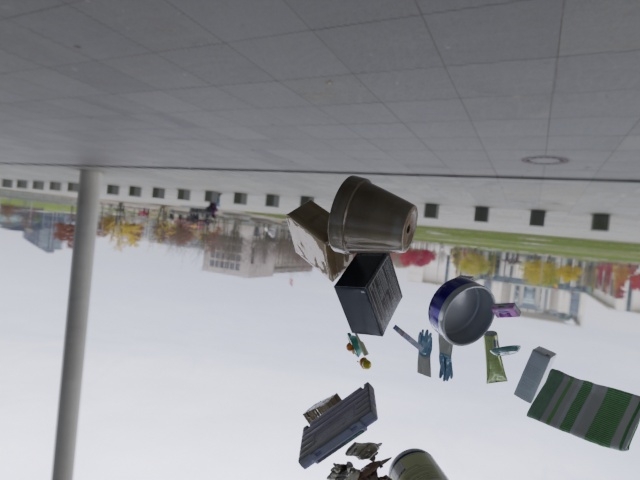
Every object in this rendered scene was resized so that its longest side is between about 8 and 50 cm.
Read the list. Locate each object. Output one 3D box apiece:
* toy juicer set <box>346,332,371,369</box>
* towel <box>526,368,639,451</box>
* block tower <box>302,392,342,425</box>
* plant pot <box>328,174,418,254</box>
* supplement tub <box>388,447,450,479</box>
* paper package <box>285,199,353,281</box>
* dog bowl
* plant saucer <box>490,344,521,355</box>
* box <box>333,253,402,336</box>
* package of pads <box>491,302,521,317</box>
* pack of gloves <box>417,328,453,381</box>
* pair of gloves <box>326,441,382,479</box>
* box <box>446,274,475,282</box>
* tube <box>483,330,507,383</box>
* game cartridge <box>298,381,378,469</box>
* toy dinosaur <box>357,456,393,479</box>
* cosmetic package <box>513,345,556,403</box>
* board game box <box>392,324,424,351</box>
[{"bbox_3d":[0.200,0.608,2.335,0.089,0.209,0.329,-24,147,-7],"label":"toy juicer set"},{"bbox_3d":[0.971,0.612,1.566,0.248,0.038,0.324,-42,-151,-28],"label":"towel"},{"bbox_3d":[0.021,0.898,2.250,0.090,0.097,0.335,-30,169,-38],"label":"block tower"},{"bbox_3d":[0.226,-0.078,1.701,0.280,0.324,0.323,14,-176,25],"label":"plant pot"},{"bbox_3d":[0.441,1.065,1.790,0.235,0.236,0.325,6,-175,-11],"label":"supplement tub"},{"bbox_3d":[0.000,0.000,2.189,0.168,0.310,0.324,-35,-131,-23],"label":"paper package"},{"bbox_3d":[0.576,0.288,1.739,0.264,0.265,0.104,6,-166,-24],"label":"dog bowl"},{"bbox_3d":[0.744,0.444,1.711,0.119,0.021,0.119,-4,154,-2],"label":"plant saucer"},{"bbox_3d":[0.235,0.246,2.044,0.182,0.297,0.294,-2,-149,33],"label":"box"},{"bbox_3d":[0.640,0.241,1.469,0.083,0.050,0.032,-17,-153,50],"label":"package of pads"},{"bbox_3d":[0.553,0.540,2.025,0.046,0.232,0.195,-5,-172,-42],"label":"pack of gloves"},{"bbox_3d":[0.145,0.954,1.840,0.204,0.240,0.042,24,-164,-35],"label":"pair of gloves"},{"bbox_3d":[0.654,0.225,1.967,0.101,0.101,0.087,-22,-170,-25],"label":"box"},{"bbox_3d":[0.766,0.521,1.891,0.062,0.241,0.070,-20,-168,-40],"label":"tube"},{"bbox_3d":[0.071,0.729,1.684,0.355,0.068,0.230,-38,-170,9],"label":"game cartridge"},{"bbox_3d":[0.192,1.025,1.780,0.127,0.296,0.200,42,137,-11],"label":"toy dinosaur"},{"bbox_3d":[0.954,0.594,1.896,0.085,0.231,0.117,24,-168,39],"label":"cosmetic package"},{"bbox_3d":[0.295,0.329,1.438,0.090,0.020,0.090,39,177,-11],"label":"board game box"}]
